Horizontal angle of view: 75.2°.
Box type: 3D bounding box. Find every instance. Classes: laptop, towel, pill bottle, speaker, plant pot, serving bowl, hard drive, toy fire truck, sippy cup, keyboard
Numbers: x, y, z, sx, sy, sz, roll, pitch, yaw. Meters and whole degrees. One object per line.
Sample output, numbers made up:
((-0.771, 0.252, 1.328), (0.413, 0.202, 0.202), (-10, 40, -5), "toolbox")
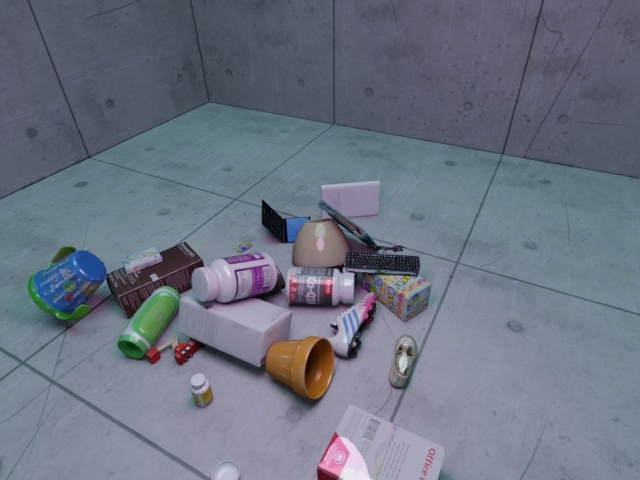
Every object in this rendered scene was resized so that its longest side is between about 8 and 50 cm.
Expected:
((-0.178, -0.108, 2.213), (0.137, 0.264, 0.234), (-35, 33, 17), "laptop")
((0.141, -0.058, 1.966), (0.271, 0.370, 0.040), (38, 91, 20), "towel")
((0.002, 0.196, 1.782), (0.283, 0.161, 0.161), (2, 37, 5), "pill bottle")
((0.133, 0.152, 1.869), (0.067, 0.120, 0.067), (-1, 37, 1), "pill bottle")
((-0.679, 0.321, 1.671), (0.131, 0.131, 0.296), (7, 38, 11), "speaker")
((-0.398, 0.032, 2.140), (0.060, 0.009, 0.083), (29, 47, 33), "towel")
((0.000, 0.000, 1.934), (0.284, 0.190, 0.284), (-5, 12, 1), "plant pot")
((-0.279, 0.700, 1.234), (0.083, 0.027, 0.083), (-2, 37, 1), "serving bowl")
((0.162, -0.222, 2.291), (0.319, 0.210, 0.040), (-5, 37, -5), "hard drive")
((-0.553, 0.413, 1.609), (0.135, 0.047, 0.192), (18, 40, 27), "toy fire truck")
((-0.407, 0.509, 1.418), (0.065, 0.116, 0.065), (-1, 37, 0), "pill bottle")
((-1.032, 0.165, 1.737), (0.224, 0.305, 0.240), (-37, 5, 8), "sippy cup")
((-0.081, 0.433, 1.463), (0.188, 0.205, 0.205), (1, 34, 31), "plant pot")
((0.269, 0.073, 1.810), (0.317, 0.033, 0.201), (3, 36, 5), "keyboard")
((-0.329, 0.144, 1.599), (0.302, 0.169, 0.169), (-8, 32, -44), "pill bottle")

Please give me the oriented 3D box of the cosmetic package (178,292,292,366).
((-0.327, 0.313, 1.599), (0.385, 0.156, 0.217), (14, 18, 20), "cosmetic package")

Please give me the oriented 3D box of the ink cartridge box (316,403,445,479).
((0.174, 0.652, 1.197), (0.306, 0.131, 0.226), (19, 41, 23), "ink cartridge box")

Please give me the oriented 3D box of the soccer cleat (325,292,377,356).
((0.123, 0.313, 1.660), (0.143, 0.116, 0.331), (15, 40, 20), "soccer cleat")

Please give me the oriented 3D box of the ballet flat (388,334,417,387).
((0.311, 0.424, 1.535), (0.086, 0.086, 0.248), (10, 38, 15), "ballet flat")

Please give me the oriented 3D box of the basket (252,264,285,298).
((-0.301, 0.188, 1.821), (0.227, 0.154, 0.204), (-28, 39, -26), "basket")

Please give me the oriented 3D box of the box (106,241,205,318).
((-0.729, 0.168, 1.868), (0.381, 0.143, 0.191), (-26, 42, -31), "box")

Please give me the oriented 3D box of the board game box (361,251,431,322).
((0.319, 0.193, 1.791), (0.144, 0.142, 0.275), (-25, 43, -28), "board game box")

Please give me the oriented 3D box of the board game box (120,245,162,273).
((-0.794, 0.085, 1.847), (0.154, 0.026, 0.103), (-23, 39, -26), "board game box")
